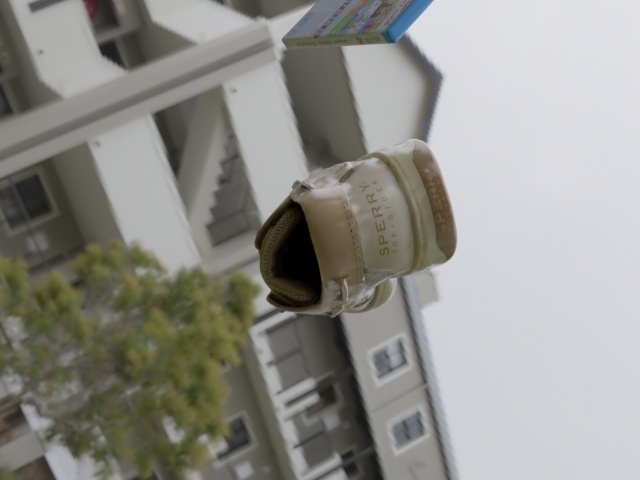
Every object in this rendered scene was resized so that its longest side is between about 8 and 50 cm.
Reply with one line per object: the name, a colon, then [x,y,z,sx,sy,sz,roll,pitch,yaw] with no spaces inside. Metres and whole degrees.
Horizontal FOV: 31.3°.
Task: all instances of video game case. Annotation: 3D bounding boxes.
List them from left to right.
video game case: [0.048,-0.220,1.044,0.166,0.119,0.015,10,-36,55]

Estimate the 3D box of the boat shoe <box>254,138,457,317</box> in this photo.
boat shoe: [0.000,0.000,0.896,0.341,0.110,0.121,135,-63,-74]
